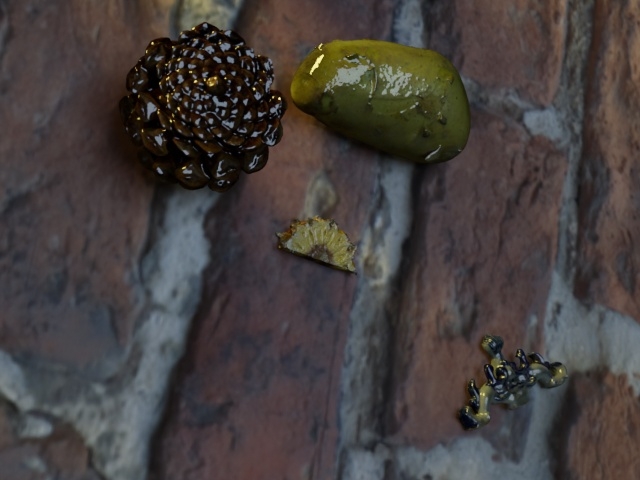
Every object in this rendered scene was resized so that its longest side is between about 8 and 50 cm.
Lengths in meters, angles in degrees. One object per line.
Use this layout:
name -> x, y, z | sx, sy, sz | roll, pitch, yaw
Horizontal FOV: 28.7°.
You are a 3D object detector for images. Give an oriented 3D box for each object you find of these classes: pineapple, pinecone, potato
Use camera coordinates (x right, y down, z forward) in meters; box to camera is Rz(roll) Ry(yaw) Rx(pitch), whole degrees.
pineapple -> 0.000, 0.000, 1.128 | 0.083, 0.019, 0.045 | 17, 75, -28
pinecone -> -0.099, -0.104, 1.033 | 0.140, 0.121, 0.140 | 6, 78, -27
potato -> 0.059, -0.133, 1.162 | 0.188, 0.085, 0.105 | 10, 94, -26

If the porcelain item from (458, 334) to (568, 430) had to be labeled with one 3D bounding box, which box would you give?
porcelain item -> 0.176, 0.124, 1.200 | 0.136, 0.021, 0.075 | -21, 84, -34
